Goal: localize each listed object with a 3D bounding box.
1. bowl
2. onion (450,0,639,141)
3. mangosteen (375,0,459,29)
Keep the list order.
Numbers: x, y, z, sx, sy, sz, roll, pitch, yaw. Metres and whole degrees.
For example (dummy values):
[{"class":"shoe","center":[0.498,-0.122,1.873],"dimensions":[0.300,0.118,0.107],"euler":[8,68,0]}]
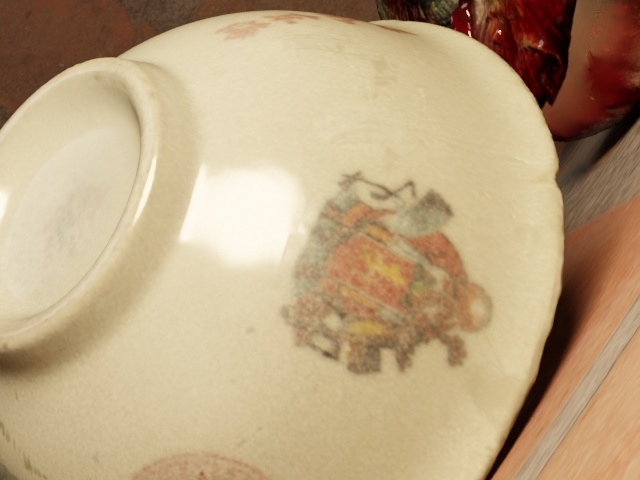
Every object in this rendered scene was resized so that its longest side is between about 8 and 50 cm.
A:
[{"class":"bowl","center":[-0.088,0.016,1.057],"dimensions":[0.435,0.196,0.435],"euler":[-25,50,33]},{"class":"onion","center":[0.227,-0.211,1.430],"dimensions":[0.272,0.195,0.272],"euler":[180,90,-69]},{"class":"mangosteen","center":[0.210,-0.282,1.788],"dimensions":[0.330,0.330,0.330],"euler":[-55,0,0]}]
